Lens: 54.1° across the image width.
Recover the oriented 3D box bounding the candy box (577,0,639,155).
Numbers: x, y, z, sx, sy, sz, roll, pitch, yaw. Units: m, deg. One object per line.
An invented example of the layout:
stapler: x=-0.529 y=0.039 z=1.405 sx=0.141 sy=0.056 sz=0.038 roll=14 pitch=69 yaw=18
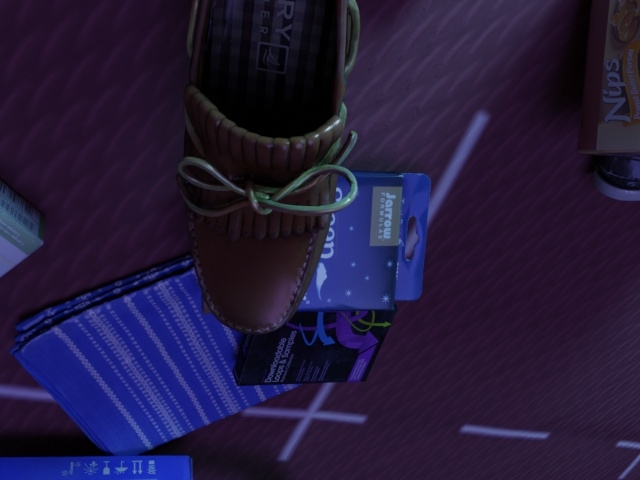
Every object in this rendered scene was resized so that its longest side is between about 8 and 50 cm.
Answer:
candy box: x=0.405 y=-0.166 z=0.600 sx=0.316 sy=0.087 sz=0.183 roll=1 pitch=96 yaw=-21

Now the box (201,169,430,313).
box: x=0.000 y=0.000 z=0.603 sx=0.225 sy=0.036 sz=0.137 roll=0 pitch=103 yaw=-12

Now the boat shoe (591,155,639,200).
boat shoe: x=0.418 y=-0.098 z=0.695 sx=0.227 sy=0.081 sz=0.069 roll=-10 pitch=130 yaw=-9

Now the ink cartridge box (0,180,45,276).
ink cartridge box: x=-0.376 y=0.007 z=0.510 sx=0.235 sy=0.056 sz=0.171 roll=-36 pitch=128 yaw=5

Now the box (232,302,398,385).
box: x=-0.006 y=0.110 z=0.691 sx=0.162 sy=0.029 sz=0.116 roll=4 pitch=123 yaw=-24

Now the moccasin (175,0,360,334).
moccasin: x=-0.035 y=-0.087 z=0.456 sx=0.139 sy=0.147 sz=0.380 roll=14 pitch=118 yaw=-3

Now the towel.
towel: x=-0.121 y=0.118 z=0.685 sx=0.335 sy=0.040 sz=0.243 roll=-22 pitch=129 yaw=-4

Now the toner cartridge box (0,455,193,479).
toner cartridge box: x=-0.332 y=0.315 z=0.705 sx=0.347 sy=0.075 sz=0.165 roll=8 pitch=132 yaw=-24
